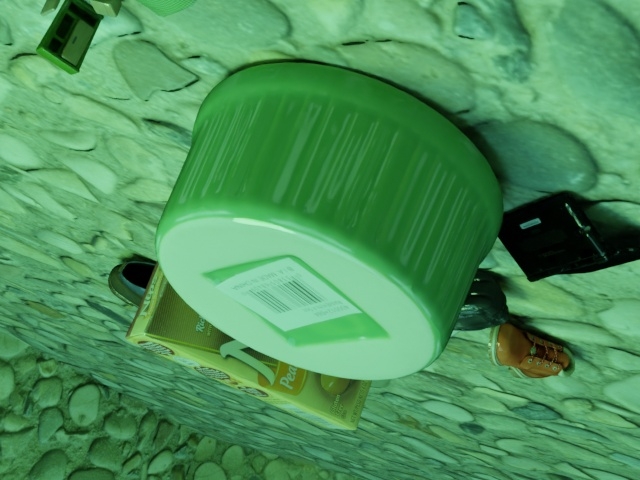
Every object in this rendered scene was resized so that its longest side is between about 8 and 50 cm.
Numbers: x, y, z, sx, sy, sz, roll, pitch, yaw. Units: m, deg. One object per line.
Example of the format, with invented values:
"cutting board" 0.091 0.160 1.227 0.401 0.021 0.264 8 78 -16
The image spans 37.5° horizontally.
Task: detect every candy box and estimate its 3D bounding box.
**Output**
"candy box" -0.070 0.105 1.227 0.316 0.183 0.087 28 158 -22

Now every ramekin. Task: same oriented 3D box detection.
"ramekin" 0.000 0.000 0.851 0.303 0.148 0.303 17 150 10

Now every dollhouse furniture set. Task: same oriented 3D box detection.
"dollhouse furniture set" -0.172 -0.180 0.749 0.076 0.059 0.151 34 157 -35

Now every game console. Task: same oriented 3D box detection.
"game console" 0.242 -0.004 0.890 0.107 0.071 0.122 54 154 -4

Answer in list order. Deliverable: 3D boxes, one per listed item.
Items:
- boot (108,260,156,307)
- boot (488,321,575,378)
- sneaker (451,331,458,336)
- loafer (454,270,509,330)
"boot" -0.243 0.098 1.532 0.219 0.082 0.106 25 163 -8
"boot" 0.267 0.139 1.189 0.084 0.059 0.158 2 162 35
"sneaker" 0.121 0.091 1.201 0.070 0.051 0.134 26 165 -32
"loafer" 0.117 0.076 1.126 0.223 0.076 0.078 0 145 36
